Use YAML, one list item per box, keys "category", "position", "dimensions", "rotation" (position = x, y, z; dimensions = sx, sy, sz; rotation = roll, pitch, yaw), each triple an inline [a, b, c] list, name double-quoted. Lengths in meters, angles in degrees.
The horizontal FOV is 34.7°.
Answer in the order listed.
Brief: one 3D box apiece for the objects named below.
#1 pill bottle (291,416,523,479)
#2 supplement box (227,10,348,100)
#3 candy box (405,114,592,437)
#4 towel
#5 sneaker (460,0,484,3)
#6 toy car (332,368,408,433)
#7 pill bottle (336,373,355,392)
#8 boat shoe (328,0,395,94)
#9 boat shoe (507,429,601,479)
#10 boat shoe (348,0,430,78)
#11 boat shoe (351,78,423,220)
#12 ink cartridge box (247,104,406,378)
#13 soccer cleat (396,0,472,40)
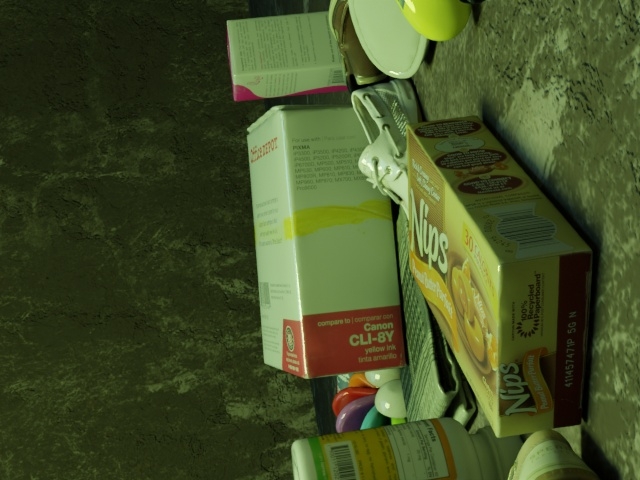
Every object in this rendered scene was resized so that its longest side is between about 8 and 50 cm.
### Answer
- category: "pill bottle"
  position: [0.098, 0.269, 1.124]
  dimensions: [0.136, 0.246, 0.136]
  rotation: [173, 90, -83]
- category: "supplement box"
  position: [-0.050, -0.323, 1.800]
  dimensions: [0.111, 0.220, 0.114]
  rotation: [108, 153, -73]
- category: "candy box"
  position: [0.161, 0.020, 1.001]
  dimensions: [0.316, 0.088, 0.183]
  rotation: [-109, 13, -61]
- category: "towel"
  position: [0.149, 0.137, 1.443]
  dimensions: [0.324, 0.056, 0.312]
  rotation: [91, 173, -60]
- category: "sneaker"
  position: [0.145, -0.298, 0.888]
  dimensions: [0.217, 0.079, 0.121]
  rotation: [78, 177, -58]
- category: "toy car"
  position: [0.089, 0.279, 1.656]
  dimensions: [0.182, 0.136, 0.159]
  rotation: [-109, 14, -58]
- category: "pill bottle"
  position: [0.078, 0.191, 1.774]
  dimensions: [0.108, 0.108, 0.180]
  rotation: [-112, 16, -63]
- category: "boat shoe"
  position: [0.072, -0.266, 1.447]
  dimensions: [0.257, 0.095, 0.095]
  rotation: [69, -173, -66]
- category: "boat shoe"
  position: [0.202, 0.319, 0.945]
  dimensions: [0.098, 0.109, 0.302]
  rotation: [-101, 11, -68]
- category: "boat shoe"
  position: [0.097, -0.352, 1.234]
  dimensions: [0.099, 0.116, 0.319]
  rotation: [-45, -43, -40]
- category: "boat shoe"
  position: [0.097, -0.100, 1.353]
  dimensions: [0.098, 0.096, 0.277]
  rotation: [92, 168, -49]
- category: "ink cartridge box"
  position: [0.000, 0.000, 1.558]
  dimensions: [0.279, 0.160, 0.384]
  rotation: [174, 90, -76]
- category: "soccer cleat"
  position: [0.110, -0.343, 1.021]
  dimensions: [0.121, 0.093, 0.289]
  rotation: [-136, 39, -72]
